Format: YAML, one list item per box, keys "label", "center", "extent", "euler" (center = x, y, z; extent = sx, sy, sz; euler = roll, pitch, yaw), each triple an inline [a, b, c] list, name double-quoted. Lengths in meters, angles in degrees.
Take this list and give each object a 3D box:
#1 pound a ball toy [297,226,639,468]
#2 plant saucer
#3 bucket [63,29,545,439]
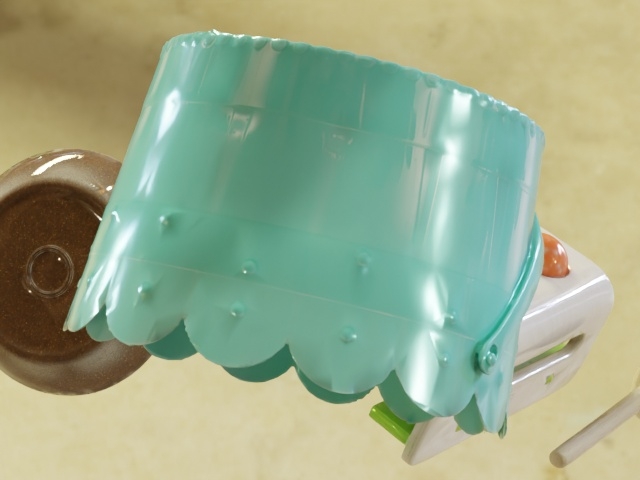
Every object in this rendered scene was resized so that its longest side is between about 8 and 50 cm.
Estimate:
- label: "pound a ball toy"
  center: [0.166, 0.082, 1.353]
  extent: [0.208, 0.136, 0.319]
  euler: [36, 30, 26]
- label: "plant saucer"
  center: [-0.207, 0.025, 1.301]
  extent: [0.198, 0.199, 0.036]
  euler: [12, 1, 18]
- label: "bucket"
  center: [0.000, 0.000, 0.984]
  extent: [0.281, 0.183, 0.281]
  euler: [14, -6, 2]
